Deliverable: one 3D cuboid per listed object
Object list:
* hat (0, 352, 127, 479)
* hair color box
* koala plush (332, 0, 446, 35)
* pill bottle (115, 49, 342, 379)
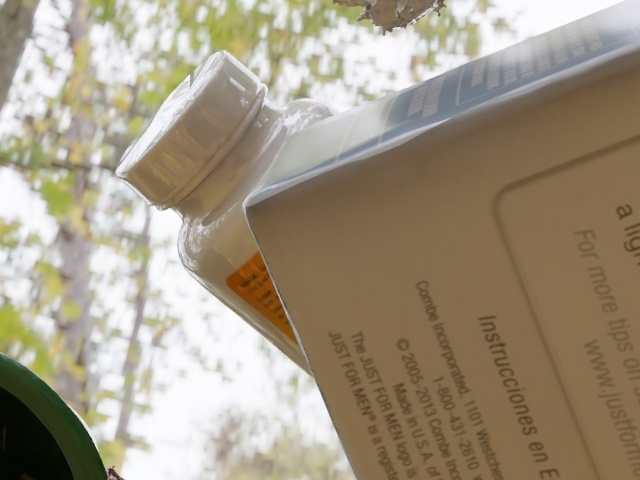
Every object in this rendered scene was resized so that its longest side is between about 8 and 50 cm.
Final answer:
[{"bbox_3d":[-0.157,0.125,1.258,0.173,0.183,0.208,30,-57,18],"label":"hat"},{"bbox_3d":[0.189,-0.004,0.532,0.374,0.113,0.185,-21,-81,10],"label":"hair color box"},{"bbox_3d":[0.011,-0.204,0.766,0.221,0.196,0.203,39,-16,6],"label":"koala plush"},{"bbox_3d":[0.000,0.000,1.211,0.246,0.136,0.136,41,-58,-14],"label":"pill bottle"}]
